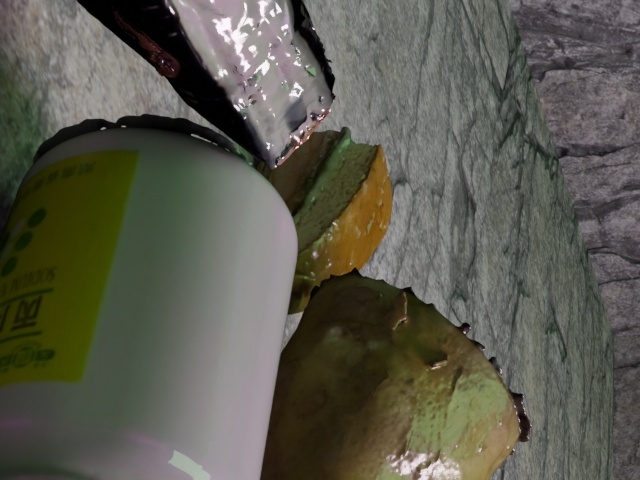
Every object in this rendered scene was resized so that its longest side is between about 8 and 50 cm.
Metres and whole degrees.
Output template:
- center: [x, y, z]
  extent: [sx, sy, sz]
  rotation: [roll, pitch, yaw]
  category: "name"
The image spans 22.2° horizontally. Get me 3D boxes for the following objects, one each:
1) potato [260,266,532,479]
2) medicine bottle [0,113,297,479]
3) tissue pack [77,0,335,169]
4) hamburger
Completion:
- center: [0.024, 0.219, 1.527]
  extent: [0.237, 0.289, 0.301]
  rotation: [-40, 164, -45]
  category: "potato"
- center: [-0.139, 0.119, 1.091]
  extent: [0.213, 0.214, 0.378]
  rotation: [63, 26, -45]
  category: "medicine bottle"
- center: [-0.142, -0.207, 1.111]
  extent: [0.332, 0.123, 0.245]
  rotation: [43, -9, 31]
  category: "tissue pack"
- center: [0.000, 0.000, 1.671]
  extent: [0.207, 0.135, 0.155]
  rotation: [-70, 146, -50]
  category: "hamburger"
